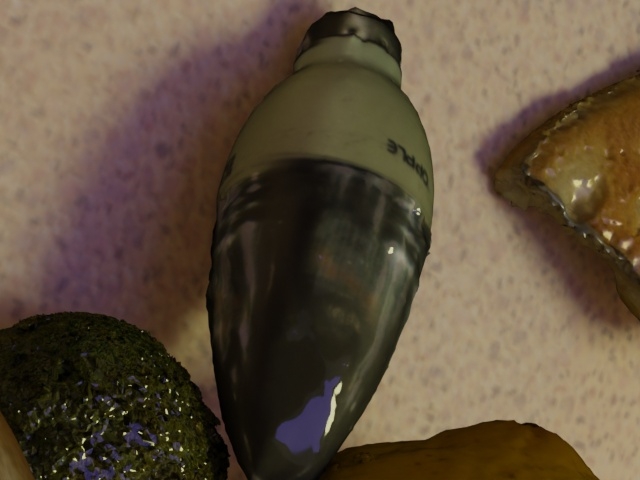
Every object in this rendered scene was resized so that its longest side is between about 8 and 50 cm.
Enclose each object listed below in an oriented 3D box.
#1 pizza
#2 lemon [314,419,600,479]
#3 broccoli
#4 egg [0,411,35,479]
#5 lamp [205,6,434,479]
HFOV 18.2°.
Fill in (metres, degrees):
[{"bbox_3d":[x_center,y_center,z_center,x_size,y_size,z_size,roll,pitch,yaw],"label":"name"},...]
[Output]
[{"bbox_3d":[0.186,-0.004,1.090,0.204,0.080,0.188,-11,78,-29],"label":"pizza"},{"bbox_3d":[0.057,0.221,0.872,0.293,0.293,0.293,-4,96,-39],"label":"lemon"},{"bbox_3d":[-0.105,0.087,0.833,0.120,0.130,0.131,-62,174,34],"label":"broccoli"},{"bbox_3d":[-0.217,0.145,0.632,0.283,0.283,0.351,-12,92,-38],"label":"egg"},{"bbox_3d":[0.000,0.000,0.892,0.101,0.101,0.250,37,47,-35],"label":"lamp"}]
